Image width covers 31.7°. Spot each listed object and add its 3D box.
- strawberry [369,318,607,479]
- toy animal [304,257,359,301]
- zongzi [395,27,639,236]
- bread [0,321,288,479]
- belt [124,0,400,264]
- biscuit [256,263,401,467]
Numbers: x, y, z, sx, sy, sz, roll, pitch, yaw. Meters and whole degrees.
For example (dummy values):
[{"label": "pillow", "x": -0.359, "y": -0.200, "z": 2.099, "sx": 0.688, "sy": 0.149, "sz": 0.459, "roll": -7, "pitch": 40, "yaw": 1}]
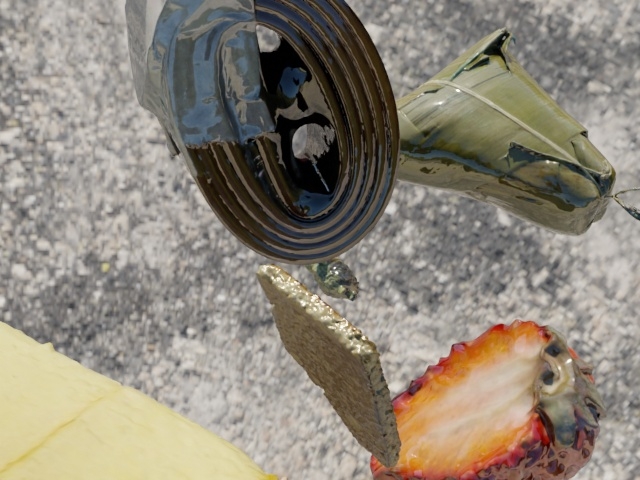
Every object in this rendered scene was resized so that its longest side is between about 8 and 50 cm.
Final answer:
[{"label": "strawberry", "x": 0.226, "y": 0.260, "z": 1.524, "sx": 0.149, "sy": 0.336, "sz": 0.265, "roll": 43, "pitch": 35, "yaw": -27}, {"label": "toy animal", "x": -0.013, "y": -0.001, "z": 1.694, "sx": 0.086, "sy": 0.069, "sz": 0.219, "roll": -12, "pitch": 77, "yaw": -47}, {"label": "zongzi", "x": 0.261, "y": -0.082, "z": 1.720, "sx": 0.418, "sy": 0.181, "sz": 0.447, "roll": -29, "pitch": 62, "yaw": -21}, {"label": "bread", "x": -0.162, "y": 0.191, "z": 0.392, "sx": 0.207, "sy": 0.279, "sz": 0.279, "roll": 25, "pitch": 99, "yaw": 8}, {"label": "belt", "x": -0.054, "y": -0.139, "z": 1.078, "sx": 0.217, "sy": 0.338, "sz": 0.122, "roll": -28, "pitch": 35, "yaw": -4}, {"label": "biscuit", "x": 0.014, "y": 0.114, "z": 0.995, "sx": 0.026, "sy": 0.237, "sz": 0.131, "roll": -41, "pitch": 60, "yaw": -16}]
